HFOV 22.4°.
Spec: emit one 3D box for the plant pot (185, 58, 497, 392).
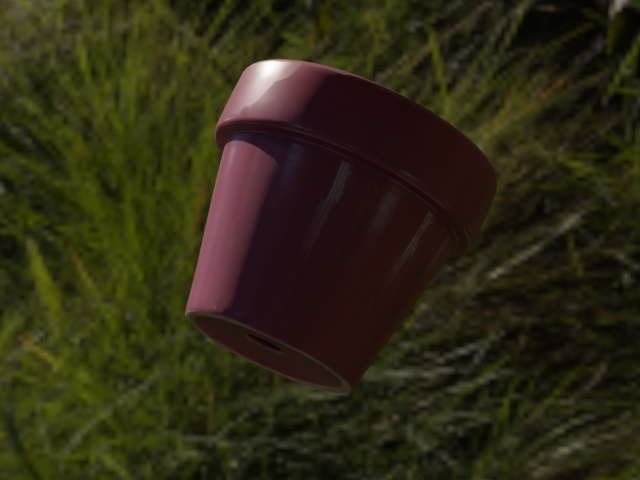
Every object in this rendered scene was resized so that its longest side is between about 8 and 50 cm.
[{"bbox_3d":[0.000,0.000,1.138,0.180,0.201,0.201,-66,5,-14],"label":"plant pot"}]
